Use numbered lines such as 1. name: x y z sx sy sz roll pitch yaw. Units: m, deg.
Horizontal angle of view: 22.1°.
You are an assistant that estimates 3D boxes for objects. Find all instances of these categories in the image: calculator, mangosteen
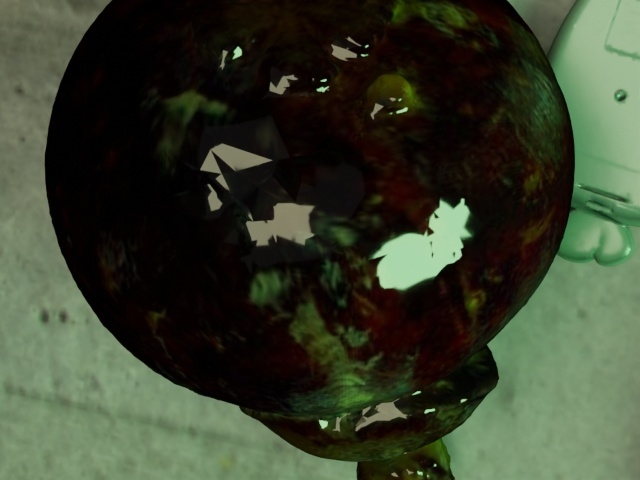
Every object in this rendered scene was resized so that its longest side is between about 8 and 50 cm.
1. calculator: 0.147 -0.060 0.769 0.095 0.021 0.153 20 96 15
2. mangosteen: 0.000 0.000 0.739 0.231 0.231 0.289 5 130 17
